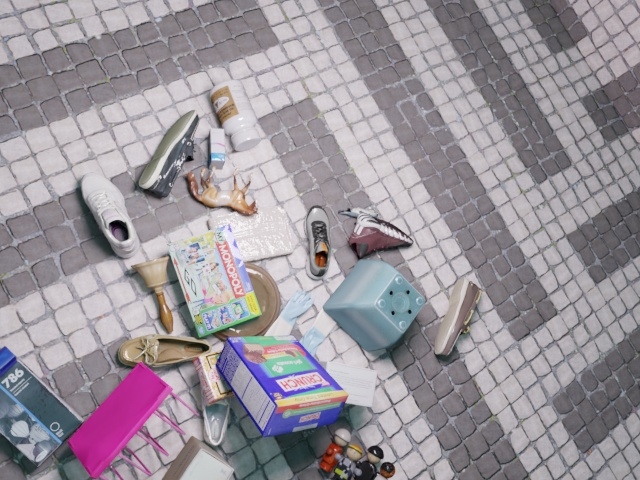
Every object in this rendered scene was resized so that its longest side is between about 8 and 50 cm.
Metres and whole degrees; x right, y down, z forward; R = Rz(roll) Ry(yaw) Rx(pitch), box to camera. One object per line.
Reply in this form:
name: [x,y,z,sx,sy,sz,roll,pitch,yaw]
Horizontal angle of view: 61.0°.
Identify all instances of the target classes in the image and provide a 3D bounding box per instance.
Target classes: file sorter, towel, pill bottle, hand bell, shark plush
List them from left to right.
file sorter: [-0.527,0.547,1.570,0.290,0.202,0.182,-50,127,-21]
hand bell: [-0.518,0.181,1.752,0.126,0.126,0.241,-15,94,-21]
pill bottle: [-0.302,-0.447,1.954,0.131,0.131,0.229,-20,83,-21]
towel: [-0.237,-0.017,1.908,0.282,0.049,0.187,-13,80,-20]
shark plush: [0.149,-0.086,2.049,0.161,0.073,0.067,11,104,-21]

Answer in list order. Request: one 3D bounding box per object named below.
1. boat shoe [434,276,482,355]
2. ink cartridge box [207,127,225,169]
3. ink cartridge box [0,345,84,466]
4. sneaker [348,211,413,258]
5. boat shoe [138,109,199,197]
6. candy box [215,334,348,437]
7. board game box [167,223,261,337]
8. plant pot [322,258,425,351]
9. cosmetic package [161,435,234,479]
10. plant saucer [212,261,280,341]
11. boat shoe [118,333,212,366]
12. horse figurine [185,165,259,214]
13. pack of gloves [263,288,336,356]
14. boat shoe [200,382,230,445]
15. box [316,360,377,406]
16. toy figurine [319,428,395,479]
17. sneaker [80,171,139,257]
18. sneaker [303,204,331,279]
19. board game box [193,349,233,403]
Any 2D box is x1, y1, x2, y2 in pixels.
boat shoe: [0.520,0.295,2.038,0.097,0.116,0.324,29,63,-6]
ink cartridge box: [-0.369,-0.324,1.922,0.052,0.088,0.122,-1,76,-18]
ink cartridge box: [-0.867,0.474,1.571,0.333,0.065,0.165,43,68,-2]
sneaker: [0.211,0.008,2.032,0.281,0.106,0.162,21,107,-35]
boat shoe: [-0.490,-0.294,1.868,0.113,0.127,0.340,42,56,-36]
candy box: [-0.121,0.422,1.636,0.268,0.317,0.122,6,114,-42]
board game box: [-0.344,0.129,1.767,0.214,0.046,0.317,-20,88,-13]
plant pot: [0.210,0.216,1.865,0.247,0.252,0.248,45,67,-11]
cosmetic package: [-0.357,0.670,1.549,0.113,0.309,0.160,37,68,-6]
plant saucer: [-0.268,0.209,1.822,0.278,0.041,0.277,1,85,-14]
boat shoe: [-0.487,0.341,1.711,0.285,0.089,0.104,-3,78,-18]
horse figurine: [-0.341,-0.173,1.895,0.264,0.066,0.174,5,71,-7]
pack of gloves: [-0.066,0.300,1.895,0.195,0.046,0.232,42,70,-16]
boat shoe: [-0.326,0.505,1.717,0.098,0.096,0.276,-2,76,-15]
box: [0.069,0.473,1.805,0.182,0.181,0.119,14,75,-14]
toy figurine: [0.124,0.720,1.745,0.213,0.209,0.148,33,79,-9]
sneaker: [-0.667,-0.097,1.735,0.114,0.152,0.305,-30,85,-20]
sneaker: [0.000,0.000,1.949,0.100,0.108,0.271,2,74,-16]
board game box: [-0.290,0.418,1.721,0.194,0.045,0.146,-4,61,-46]
